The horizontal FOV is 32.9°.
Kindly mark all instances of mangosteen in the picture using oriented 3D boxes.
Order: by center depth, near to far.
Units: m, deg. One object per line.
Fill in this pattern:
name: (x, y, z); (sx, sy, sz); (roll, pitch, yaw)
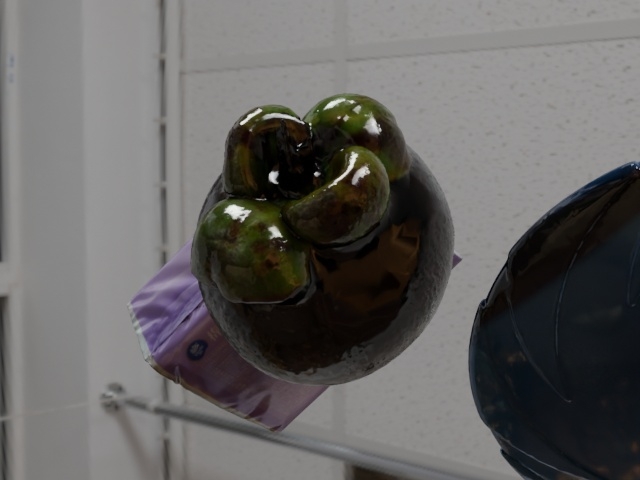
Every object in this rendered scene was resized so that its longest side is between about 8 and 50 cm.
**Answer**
mangosteen: (0.000, 0.000, 0.858); (0.243, 0.243, 0.243); (4, -85, 45)

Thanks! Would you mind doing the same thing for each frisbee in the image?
frisbee: (0.185, 0.063, 0.464); (0.242, 0.242, 0.045); (-52, -165, 33)

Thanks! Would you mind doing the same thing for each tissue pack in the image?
tissue pack: (-0.036, 0.050, 1.315); (0.338, 0.242, 0.160); (-44, -139, 10)
